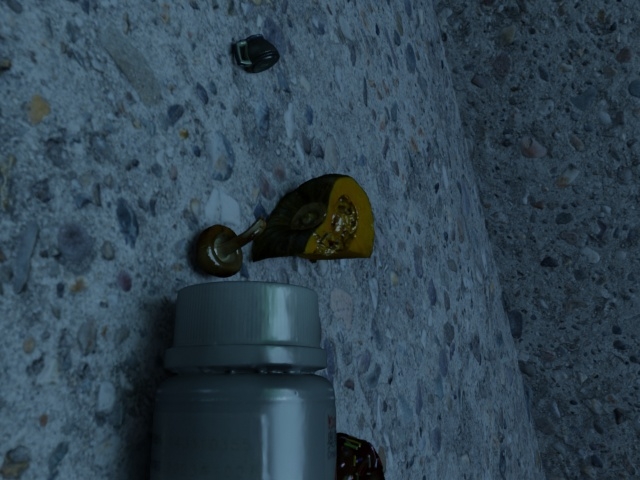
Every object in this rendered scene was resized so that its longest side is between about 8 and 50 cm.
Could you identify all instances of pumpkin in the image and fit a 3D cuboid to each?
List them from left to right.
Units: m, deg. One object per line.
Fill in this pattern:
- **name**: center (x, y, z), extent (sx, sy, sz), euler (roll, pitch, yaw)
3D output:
- **pumpkin**: center (-0.001, 0.000, 1.133), extent (0.190, 0.139, 0.280), euler (61, 37, -31)

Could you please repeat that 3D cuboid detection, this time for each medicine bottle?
- **medicine bottle**: center (-0.101, 0.221, 0.796), extent (0.245, 0.245, 0.306), euler (21, 64, -57)

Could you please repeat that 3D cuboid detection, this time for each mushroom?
- **mushroom**: center (-0.143, 0.006, 0.938), extent (0.130, 0.073, 0.088), euler (-36, 103, -20)

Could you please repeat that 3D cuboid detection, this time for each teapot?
- **teapot**: center (-0.124, -0.350, 1.088), extent (0.088, 0.066, 0.057), euler (-22, 83, -37)

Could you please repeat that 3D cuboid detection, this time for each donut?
- **donut**: center (0.062, 0.497, 1.163), extent (0.230, 0.096, 0.216), euler (47, 45, -45)
